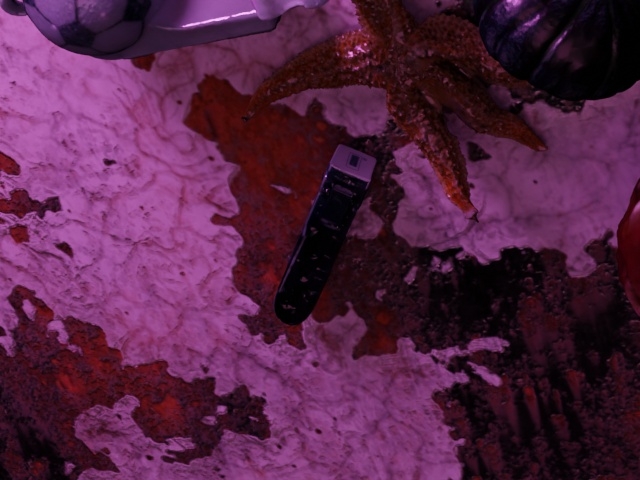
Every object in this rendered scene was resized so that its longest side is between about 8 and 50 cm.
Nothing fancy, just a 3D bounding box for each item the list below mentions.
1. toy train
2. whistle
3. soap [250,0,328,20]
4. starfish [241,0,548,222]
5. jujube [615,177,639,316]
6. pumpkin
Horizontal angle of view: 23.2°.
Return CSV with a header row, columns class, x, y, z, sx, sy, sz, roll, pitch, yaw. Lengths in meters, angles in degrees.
class,x,y,z,sx,sy,sz,roll,pitch,yaw
toy train,0.000,0.000,1.746,0.052,0.051,0.234,23,128,0
whistle,-0.195,-0.266,1.567,0.290,0.163,0.163,-9,119,19
soap,-0.048,-0.345,1.470,0.091,0.145,0.230,-8,123,38
starfish,0.104,-0.152,1.601,0.293,0.084,0.301,33,120,-5
jujube,0.465,0.065,1.546,0.377,0.258,0.258,29,125,-3
pumpkin,0.239,-0.222,1.461,0.194,0.194,0.150,49,157,-17
